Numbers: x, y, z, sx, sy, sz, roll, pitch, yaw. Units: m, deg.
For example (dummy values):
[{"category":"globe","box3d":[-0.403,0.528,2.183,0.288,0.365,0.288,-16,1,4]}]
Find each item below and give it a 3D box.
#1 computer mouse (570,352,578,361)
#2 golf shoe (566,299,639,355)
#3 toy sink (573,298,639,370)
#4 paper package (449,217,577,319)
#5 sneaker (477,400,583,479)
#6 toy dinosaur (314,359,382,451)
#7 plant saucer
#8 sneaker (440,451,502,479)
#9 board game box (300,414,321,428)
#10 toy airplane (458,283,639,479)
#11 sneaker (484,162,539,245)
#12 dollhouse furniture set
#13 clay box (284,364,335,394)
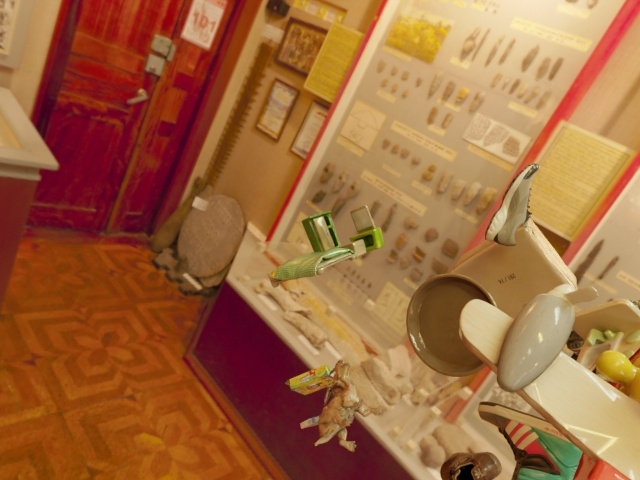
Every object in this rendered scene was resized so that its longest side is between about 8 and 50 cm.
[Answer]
[{"category":"computer mouse","box3d":[0.766,0.402,1.478,0.071,0.242,0.041,8,41,-30]},{"category":"golf shoe","box3d":[0.781,0.235,1.186,0.120,0.272,0.105,41,44,-26]},{"category":"toy sink","box3d":[0.615,0.258,0.922,0.234,0.153,0.131,46,58,2]},{"category":"paper package","box3d":[0.687,0.130,1.641,0.309,0.325,0.168,53,33,2]},{"category":"sneaker","box3d":[0.470,0.496,1.065,0.123,0.179,0.295,28,-14,-22]},{"category":"toy dinosaur","box3d":[0.052,0.539,1.453,0.200,0.127,0.295,3,36,43]},{"category":"plant saucer","box3d":[0.364,0.230,1.263,0.041,0.278,0.278,8,26,-48]},{"category":"sneaker","box3d":[0.295,0.487,0.969,0.071,0.188,0.066,-8,59,-29]},{"category":"board game box","box3d":[-0.007,0.598,1.528,0.090,0.090,0.020,3,56,-37]},{"category":"toy airplane","box3d":[0.382,0.221,0.523,0.385,0.273,0.384,5,43,-5]},{"category":"sneaker","box3d":[0.610,-0.109,1.418,0.108,0.272,0.100,26,12,17]},{"category":"dollhouse furniture set","box3d":[0.000,0.000,1.234,0.301,0.197,0.151,-20,90,-47]},{"category":"clay box","box3d":[-0.036,0.625,2.033,0.127,0.222,0.053,42,26,-47]}]
